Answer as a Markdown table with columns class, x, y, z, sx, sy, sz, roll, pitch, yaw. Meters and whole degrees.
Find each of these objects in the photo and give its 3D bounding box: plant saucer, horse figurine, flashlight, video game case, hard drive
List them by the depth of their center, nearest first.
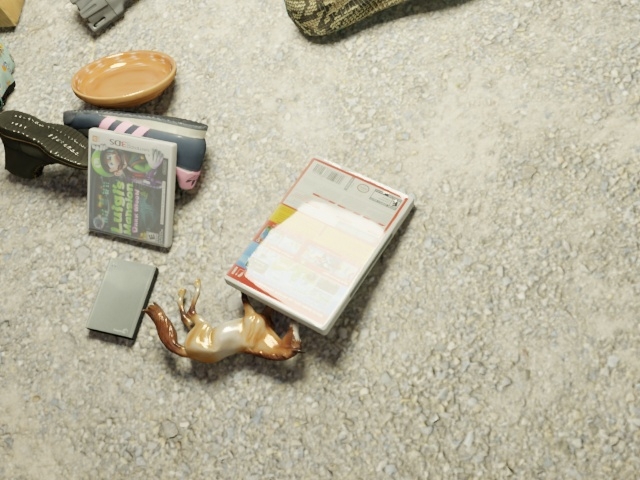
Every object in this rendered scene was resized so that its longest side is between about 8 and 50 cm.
| class | x | y | z | sx | sy | sz | roll | pitch | yaw |
| --- | --- | --- | --- | --- | --- | --- | --- | --- | --- |
| horse figurine | -0.160 | 0.140 | 1.583 | 0.263 | 0.066 | 0.174 | -11 | 63 | 5 |
| video game case | 0.000 | 0.000 | 1.591 | 0.204 | 0.025 | 0.285 | 26 | 66 | 23 |
| hard drive | -0.350 | 0.103 | 1.673 | 0.094 | 0.022 | 0.135 | 10 | 72 | 18 |
| video game case | -0.339 | -0.094 | 1.692 | 0.173 | 0.022 | 0.190 | 12 | 109 | 20 |
| plant saucer | -0.369 | -0.301 | 1.791 | 0.200 | 0.037 | 0.200 | -5 | 36 | 3 |
| flashlight | -0.366 | -0.553 | 1.902 | 0.304 | 0.103 | 0.103 | -36 | 38 | 0 |

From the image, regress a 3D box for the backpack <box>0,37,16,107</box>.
| class | x | y | z | sx | sy | sz | roll | pitch | yaw |
| --- | --- | --- | --- | --- | --- | --- | --- | --- | --- |
| backpack | -0.704 | -0.357 | 1.863 | 0.166 | 0.188 | 0.144 | -1 | 51 | 16 |

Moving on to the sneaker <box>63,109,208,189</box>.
| class | x | y | z | sx | sy | sz | roll | pitch | yaw |
| --- | --- | --- | --- | --- | --- | --- | --- | --- | --- |
| sneaker | -0.353 | -0.172 | 1.745 | 0.319 | 0.112 | 0.131 | 12 | 101 | 30 |

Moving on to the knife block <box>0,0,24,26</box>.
| class | x | y | z | sx | sy | sz | roll | pitch | yaw |
| --- | --- | --- | --- | --- | --- | --- | --- | --- | --- |
| knife block | -0.688 | -0.553 | 1.897 | 0.088 | 0.242 | 0.275 | 1 | 63 | 14 |

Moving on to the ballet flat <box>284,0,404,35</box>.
| class | x | y | z | sx | sy | sz | roll | pitch | yaw |
| --- | --- | --- | --- | --- | --- | --- | --- | --- | --- |
| ballet flat | 0.155 | -0.516 | 1.698 | 0.483 | 0.182 | 0.164 | -20 | 64 | 6 |

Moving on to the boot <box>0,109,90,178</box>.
| class | x | y | z | sx | sy | sz | roll | pitch | yaw |
| --- | --- | --- | --- | --- | --- | --- | --- | --- | --- |
| boot | -0.510 | -0.153 | 1.780 | 0.198 | 0.137 | 0.077 | 27 | 48 | 10 |
